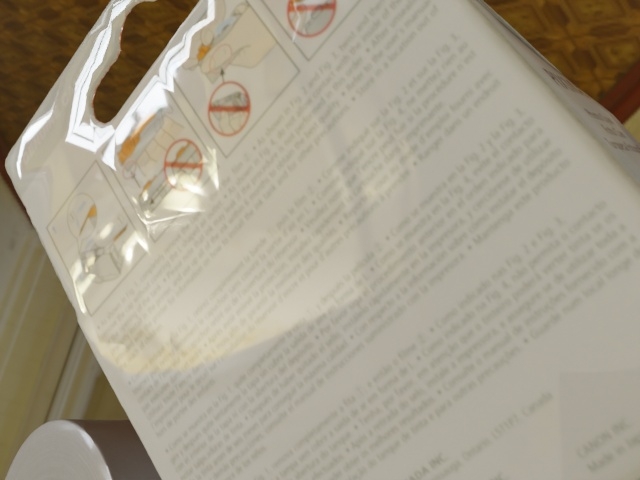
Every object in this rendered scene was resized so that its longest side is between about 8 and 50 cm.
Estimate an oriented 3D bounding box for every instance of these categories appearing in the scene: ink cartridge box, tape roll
[{"bbox_3d":[0.000,0.000,0.463,0.308,0.385,0.091,-45,156,26],"label":"ink cartridge box"},{"bbox_3d":[-0.172,0.246,0.630,0.072,0.219,0.219,12,167,-42],"label":"tape roll"}]
